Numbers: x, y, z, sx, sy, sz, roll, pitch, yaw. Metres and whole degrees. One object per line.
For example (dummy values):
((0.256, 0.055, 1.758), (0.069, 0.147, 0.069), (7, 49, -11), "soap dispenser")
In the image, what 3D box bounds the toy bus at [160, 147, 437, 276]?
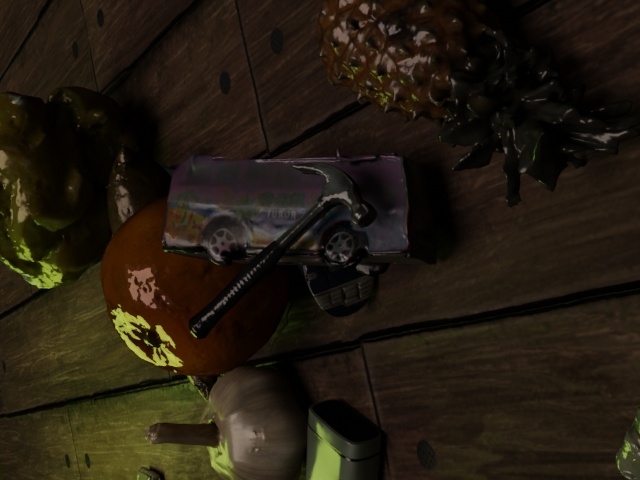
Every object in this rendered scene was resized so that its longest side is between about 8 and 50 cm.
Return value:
((-0.024, -0.030, 1.079), (0.317, 0.112, 0.137), (0, 83, 24), "toy bus")

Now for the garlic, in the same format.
((-0.136, 0.277, 1.327), (0.199, 0.226, 0.199), (4, 95, 57), "garlic")

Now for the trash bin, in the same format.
((0.027, 0.291, 1.229), (0.116, 0.059, 0.129), (31, 123, 53), "trash bin")

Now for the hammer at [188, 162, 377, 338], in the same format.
((-0.058, 0.014, 1.014), (0.246, 0.029, 0.103), (-42, 65, 13), "hammer")

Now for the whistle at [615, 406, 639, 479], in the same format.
((0.304, 0.102, 0.754), (0.126, 0.067, 0.258), (-116, 30, -48), "whistle")

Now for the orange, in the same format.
((-0.173, 0.059, 1.303), (0.261, 0.261, 0.261), (19, 113, 54), "orange")

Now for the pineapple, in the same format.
((0.146, -0.150, 0.880), (0.340, 0.169, 0.169), (40, 130, 32), "pineapple")

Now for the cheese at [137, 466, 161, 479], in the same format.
((-0.323, 0.653, 1.877), (0.085, 0.034, 0.400), (4, 101, 57), "cheese")

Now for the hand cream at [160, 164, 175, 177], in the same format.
((-0.213, -0.075, 1.530), (0.255, 0.048, 0.079), (23, 122, 50), "hand cream")

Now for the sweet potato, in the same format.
((-0.238, 0.051, 1.486), (0.131, 0.131, 0.422), (1, 110, 57), "sweet potato")

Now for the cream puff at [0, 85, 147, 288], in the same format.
((-0.438, -0.113, 1.652), (0.378, 0.276, 0.378), (-12, -90, -84), "cream puff")

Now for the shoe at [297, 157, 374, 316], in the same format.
((0.000, 0.000, 1.192), (0.106, 0.092, 0.207), (115, 135, -69), "shoe")
